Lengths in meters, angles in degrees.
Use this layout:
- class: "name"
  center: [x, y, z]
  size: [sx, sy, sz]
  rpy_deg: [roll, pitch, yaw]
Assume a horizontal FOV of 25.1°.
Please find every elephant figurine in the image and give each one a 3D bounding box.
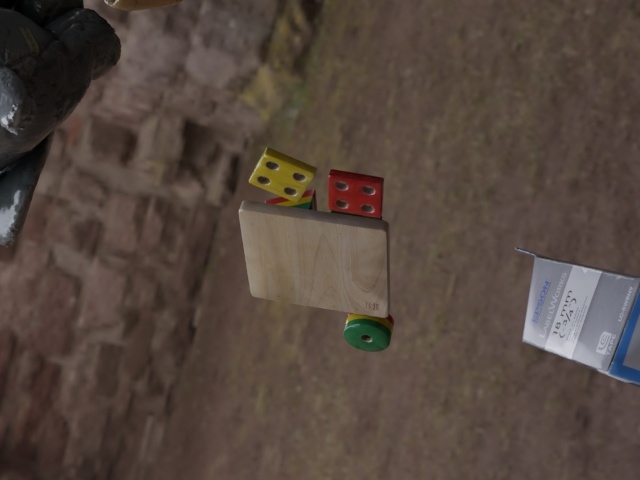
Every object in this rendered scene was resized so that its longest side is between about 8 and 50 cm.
- class: "elephant figurine"
  center: [-0.253, -0.077, 1.025]
  size: [0.186, 0.169, 0.239]
  rpy_deg: [-29, -21, -55]

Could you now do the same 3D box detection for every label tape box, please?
- class: "label tape box"
  center: [0.352, 0.103, 1.513]
  size: [0.333, 0.240, 0.106]
  rpy_deg: [-163, 92, -77]

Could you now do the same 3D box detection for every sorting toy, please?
- class: "sorting toy"
  center: [0.000, 0.000, 1.292]
  size: [0.274, 0.132, 0.046]
  rpy_deg: [85, -163, -53]

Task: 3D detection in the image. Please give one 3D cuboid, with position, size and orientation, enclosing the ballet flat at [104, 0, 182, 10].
- class: "ballet flat"
  center: [-0.104, -0.271, 1.020]
  size: [0.080, 0.073, 0.232]
  rpy_deg: [60, 139, 46]
